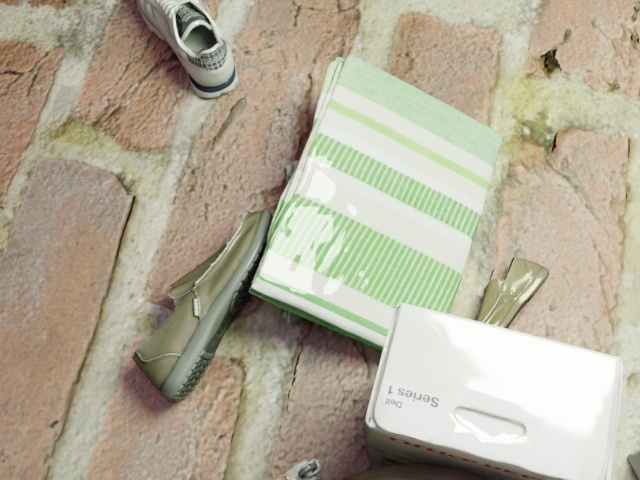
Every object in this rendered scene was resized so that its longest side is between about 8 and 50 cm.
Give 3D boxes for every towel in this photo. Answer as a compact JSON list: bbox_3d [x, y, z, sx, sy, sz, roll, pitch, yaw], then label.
[{"bbox_3d":[0.073,-0.040,0.969,0.247,0.038,0.325,25,69,-13],"label":"towel"}]

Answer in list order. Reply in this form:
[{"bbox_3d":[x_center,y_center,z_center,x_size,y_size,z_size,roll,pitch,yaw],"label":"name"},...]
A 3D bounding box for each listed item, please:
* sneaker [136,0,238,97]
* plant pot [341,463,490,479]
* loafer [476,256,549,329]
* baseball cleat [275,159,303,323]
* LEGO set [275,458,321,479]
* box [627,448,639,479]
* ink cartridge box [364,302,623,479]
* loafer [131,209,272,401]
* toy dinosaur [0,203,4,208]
[{"bbox_3d":[-0.186,-0.305,1.102,0.090,0.095,0.235,-34,69,-8],"label":"sneaker"},{"bbox_3d":[0.065,0.379,0.622,0.323,0.280,0.323,2,98,16],"label":"plant pot"},{"bbox_3d":[0.207,0.076,0.951,0.050,0.056,0.148,39,66,17],"label":"loafer"},{"bbox_3d":[0.000,0.000,0.984,0.109,0.072,0.206,4,78,-10],"label":"baseball cleat"},{"bbox_3d":[0.058,0.355,0.846,0.132,0.107,0.287,-35,72,27],"label":"LEGO set"},{"bbox_3d":[0.407,0.272,0.818,0.091,0.130,0.171,-22,69,-4],"label":"box"},{"bbox_3d":[0.153,0.172,0.794,0.201,0.278,0.117,13,71,8],"label":"ink cartridge box"},{"bbox_3d":[-0.137,0.062,0.955,0.087,0.094,0.251,28,73,9],"label":"loafer"},{"bbox_3d":[-0.508,-0.051,1.052,0.211,0.064,0.112,-22,87,5],"label":"toy dinosaur"}]
